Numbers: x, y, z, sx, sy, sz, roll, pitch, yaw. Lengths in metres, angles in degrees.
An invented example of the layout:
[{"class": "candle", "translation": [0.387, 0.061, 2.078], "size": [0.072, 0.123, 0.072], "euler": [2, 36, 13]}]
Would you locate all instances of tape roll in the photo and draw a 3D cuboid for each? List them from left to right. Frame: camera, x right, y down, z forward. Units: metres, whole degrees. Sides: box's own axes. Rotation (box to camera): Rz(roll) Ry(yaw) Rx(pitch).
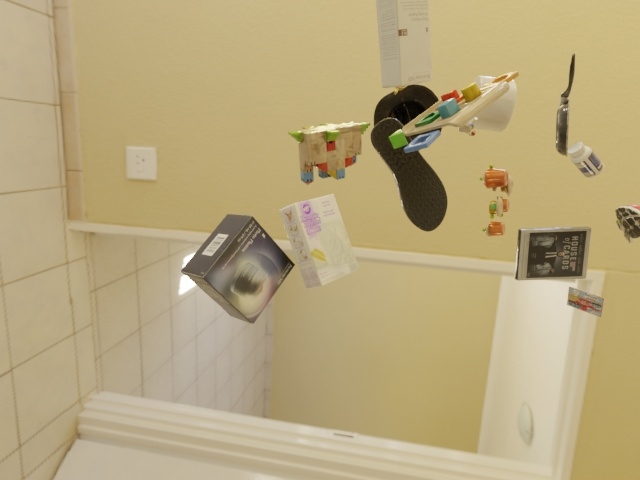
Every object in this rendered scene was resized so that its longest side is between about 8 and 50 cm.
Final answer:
[{"class": "tape roll", "translation": [0.818, -0.658, 2.179], "size": [0.246, 0.169, 0.246], "euler": [8, 90, -89]}]

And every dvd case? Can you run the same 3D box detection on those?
[{"class": "dvd case", "translation": [0.787, 0.045, 1.526], "size": [0.029, 0.238, 0.179], "euler": [-91, 179, -77]}]

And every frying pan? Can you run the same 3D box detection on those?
[{"class": "frying pan", "translation": [0.833, -0.440, 1.532], "size": [0.197, 0.053, 0.326], "euler": [-55, 137, -44]}]

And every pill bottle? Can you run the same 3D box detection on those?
[{"class": "pill bottle", "translation": [0.881, -0.270, 1.498], "size": [0.067, 0.120, 0.067], "euler": [-44, -161, 20]}]

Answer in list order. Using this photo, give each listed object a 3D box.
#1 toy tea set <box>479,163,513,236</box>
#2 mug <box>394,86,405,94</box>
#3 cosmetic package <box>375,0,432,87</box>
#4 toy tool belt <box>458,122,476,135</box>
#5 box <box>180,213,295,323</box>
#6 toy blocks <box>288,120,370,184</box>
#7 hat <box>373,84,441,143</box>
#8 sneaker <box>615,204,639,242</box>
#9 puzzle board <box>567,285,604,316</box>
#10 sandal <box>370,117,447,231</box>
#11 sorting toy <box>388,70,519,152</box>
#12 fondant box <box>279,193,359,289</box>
[{"class": "toy tea set", "translation": [0.811, -0.185, 2.122], "size": [0.200, 0.124, 0.336], "euler": [37, 64, -49]}, {"class": "mug", "translation": [0.340, -0.674, 1.937], "size": [0.062, 0.078, 0.064], "euler": [61, 0, 1]}, {"class": "cosmetic package", "translation": [0.217, -0.521, 1.158], "size": [0.085, 0.117, 0.231], "euler": [21, -55, 55]}, {"class": "toy tool belt", "translation": [0.657, -0.505, 1.997], "size": [0.051, 0.083, 0.052], "euler": [-61, 165, -11]}, {"class": "box", "translation": [-0.301, 0.103, 1.706], "size": [0.296, 0.182, 0.294], "euler": [-56, 128, -24]}, {"class": "toy blocks", "translation": [0.048, -0.402, 2.113], "size": [0.190, 0.381, 0.261], "euler": [38, -42, 53]}, {"class": "hat", "translation": [0.407, -0.564, 2.132], "size": [0.134, 0.331, 0.331], "euler": [-98, -168, -84]}, {"class": "sneaker", "translation": [0.988, -0.072, 1.379], "size": [0.279, 0.118, 0.107], "euler": [11, 51, -61]}, {"class": "puzzle board", "translation": [1.034, 0.240, 1.759], "size": [0.011, 0.128, 0.096], "euler": [-34, 127, -29]}, {"class": "sandal", "translation": [0.338, -0.248, 1.678], "size": [0.446, 0.167, 0.107], "euler": [63, 8, -4]}, {"class": "sorting toy", "translation": [0.301, -0.313, 1.036], "size": [0.047, 0.347, 0.196], "euler": [59, -18, -20]}, {"class": "fondant box", "translation": [0.000, 0.000, 1.780], "size": [0.238, 0.096, 0.330], "euler": [-19, 89, -46]}]
